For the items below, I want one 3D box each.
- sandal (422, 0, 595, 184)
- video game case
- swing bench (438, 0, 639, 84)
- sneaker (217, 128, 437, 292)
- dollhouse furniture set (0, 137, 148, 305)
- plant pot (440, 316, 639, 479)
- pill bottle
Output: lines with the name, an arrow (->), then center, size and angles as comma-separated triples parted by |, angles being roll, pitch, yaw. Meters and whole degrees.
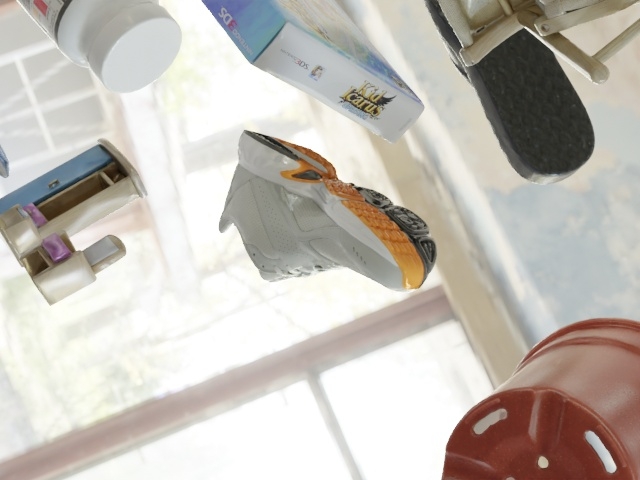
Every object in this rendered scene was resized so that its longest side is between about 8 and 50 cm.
sandal -> 0.235, -0.280, 1.817 | 0.107, 0.167, 0.446 | 135, -63, -70
video game case -> -0.038, -0.240, 1.366 | 0.244, 0.061, 0.269 | 21, 26, -50
swing bench -> 0.198, -0.305, 1.219 | 0.253, 0.165, 0.254 | 58, -14, -24
sneaker -> 0.000, 0.000, 1.171 | 0.262, 0.099, 0.121 | 37, -71, 46
dollhouse furniture set -> -0.372, -0.134, 1.677 | 0.286, 0.198, 0.303 | 39, -23, 52
plant pot -> 0.265, 0.231, 1.335 | 0.265, 0.272, 0.272 | -9, 74, -60
pill bottle -> -0.323, -0.339, 1.784 | 0.278, 0.162, 0.162 | 48, -18, 23
